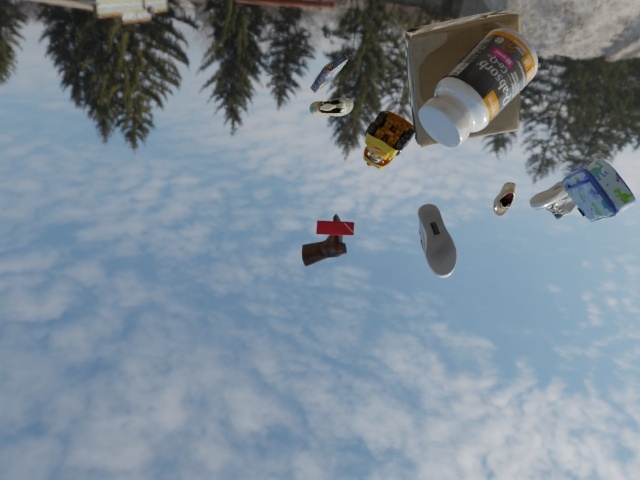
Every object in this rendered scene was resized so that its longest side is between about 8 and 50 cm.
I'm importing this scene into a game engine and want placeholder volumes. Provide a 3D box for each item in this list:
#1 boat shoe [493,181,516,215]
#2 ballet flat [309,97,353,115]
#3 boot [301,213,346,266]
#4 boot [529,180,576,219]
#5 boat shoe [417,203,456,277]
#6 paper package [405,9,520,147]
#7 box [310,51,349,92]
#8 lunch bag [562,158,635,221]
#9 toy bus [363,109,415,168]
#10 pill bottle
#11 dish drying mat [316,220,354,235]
[{"bbox_3d":[0.717,-0.150,1.962,0.063,0.170,0.059,9,-129,7],"label":"boat shoe"},{"bbox_3d":[0.045,-0.420,1.591,0.168,0.057,0.052,-17,-165,-28],"label":"ballet flat"},{"bbox_3d":[0.000,0.000,1.182,0.114,0.106,0.037,-17,155,24],"label":"boot"},{"bbox_3d":[0.888,-0.134,1.890,0.258,0.123,0.095,-25,-164,-29],"label":"boot"},{"bbox_3d":[0.355,0.009,1.532,0.095,0.084,0.257,-6,-124,7],"label":"boat shoe"},{"bbox_3d":[0.412,-0.465,1.455,0.310,0.324,0.168,-8,-153,9],"label":"paper package"},{"bbox_3d":[0.028,-0.537,1.613,0.094,0.137,0.027,-42,-86,-24],"label":"box"},{"bbox_3d":[0.825,-0.151,1.509,0.090,0.176,0.219,-33,175,6],"label":"lunch bag"},{"bbox_3d":[0.224,-0.341,1.844,0.150,0.211,0.220,33,-137,4],"label":"toy bus"},{"bbox_3d":[0.380,-0.367,1.225,0.278,0.162,0.162,-46,-133,-9],"label":"pill bottle"},{"bbox_3d":[0.033,-0.028,1.111,0.084,0.032,0.008,3,171,3],"label":"dish drying mat"}]
